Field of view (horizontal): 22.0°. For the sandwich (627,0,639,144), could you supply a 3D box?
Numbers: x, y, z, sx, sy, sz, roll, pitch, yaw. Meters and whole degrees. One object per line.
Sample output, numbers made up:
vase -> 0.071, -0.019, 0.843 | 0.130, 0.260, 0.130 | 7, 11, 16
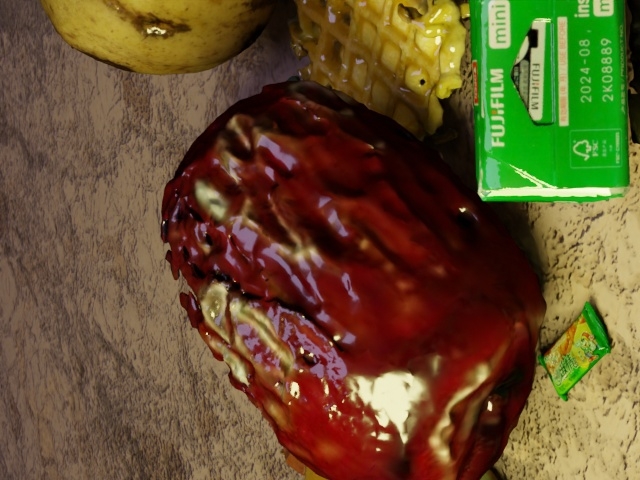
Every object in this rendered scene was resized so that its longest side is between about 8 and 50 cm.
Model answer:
sandwich -> 0.270, -0.195, 1.010 | 0.301, 0.162, 0.250 | 60, -154, -78

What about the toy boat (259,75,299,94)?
toy boat -> -0.087, -0.052, 1.736 | 0.293, 0.055, 0.093 | -60, 44, 45

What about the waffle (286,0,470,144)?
waffle -> 0.041, -0.197, 1.490 | 0.280, 0.060, 0.262 | -23, 78, 62

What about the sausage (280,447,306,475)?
sausage -> 0.011, 0.183, 1.611 | 0.169, 0.065, 0.065 | -56, 49, 48

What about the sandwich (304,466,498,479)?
sandwich -> 0.064, 0.291, 1.460 | 0.198, 0.155, 0.227 | 47, 134, 47

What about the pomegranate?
pomegranate -> -0.156, -0.299, 1.613 | 0.281, 0.281, 0.281 | 17, 110, 57

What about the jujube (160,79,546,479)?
jujube -> 0.026, 0.037, 1.361 | 0.376, 0.258, 0.258 | 52, 140, 15

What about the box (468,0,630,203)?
box -> 0.163, -0.119, 1.157 | 0.250, 0.103, 0.180 | -35, -57, -78

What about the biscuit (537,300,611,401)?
biscuit -> 0.203, 0.091, 1.320 | 0.089, 0.016, 0.046 | -56, 49, 47
